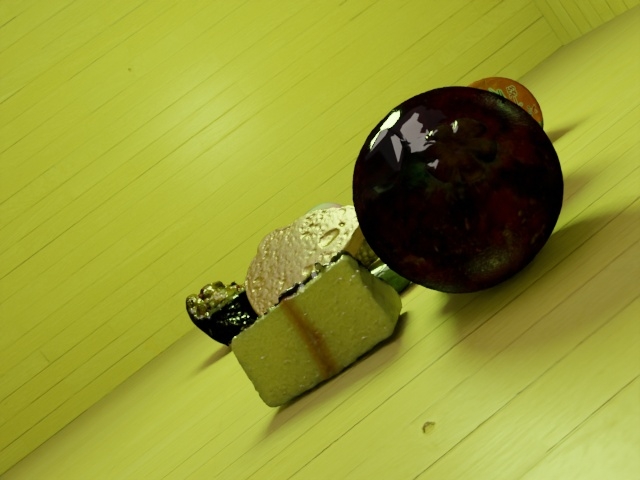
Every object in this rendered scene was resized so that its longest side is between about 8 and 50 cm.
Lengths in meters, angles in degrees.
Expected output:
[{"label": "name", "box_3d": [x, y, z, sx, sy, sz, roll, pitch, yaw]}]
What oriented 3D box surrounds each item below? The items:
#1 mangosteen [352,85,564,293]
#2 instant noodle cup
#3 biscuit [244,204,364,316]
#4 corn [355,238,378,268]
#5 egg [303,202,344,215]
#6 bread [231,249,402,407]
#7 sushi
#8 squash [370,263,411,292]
[{"label": "mangosteen", "box_3d": [0.185, -0.063, 0.886, 0.311, 0.311, 0.311, -37, 5, 4]}, {"label": "instant noodle cup", "box_3d": [0.417, -0.274, 1.548, 0.230, 0.230, 0.182, -36, -3, 11]}, {"label": "biscuit", "box_3d": [-0.030, 0.064, 1.501, 0.351, 0.057, 0.312, -28, 46, 20]}, {"label": "corn", "box_3d": [0.008, 0.076, 1.594, 0.347, 0.130, 0.130, -33, 6, 18]}, {"label": "egg", "box_3d": [0.000, 0.000, 1.966, 0.271, 0.196, 0.196, -47, 8, -13]}, {"label": "bread", "box_3d": [0.003, 0.158, 1.022, 0.266, 0.141, 0.178, -36, -35, 20]}, {"label": "sushi", "box_3d": [-0.291, 0.214, 1.938, 0.213, 0.204, 0.200, -33, 0, -12]}, {"label": "squash", "box_3d": [0.073, 0.111, 1.192, 0.239, 0.069, 0.069, -35, 6, 11]}]
